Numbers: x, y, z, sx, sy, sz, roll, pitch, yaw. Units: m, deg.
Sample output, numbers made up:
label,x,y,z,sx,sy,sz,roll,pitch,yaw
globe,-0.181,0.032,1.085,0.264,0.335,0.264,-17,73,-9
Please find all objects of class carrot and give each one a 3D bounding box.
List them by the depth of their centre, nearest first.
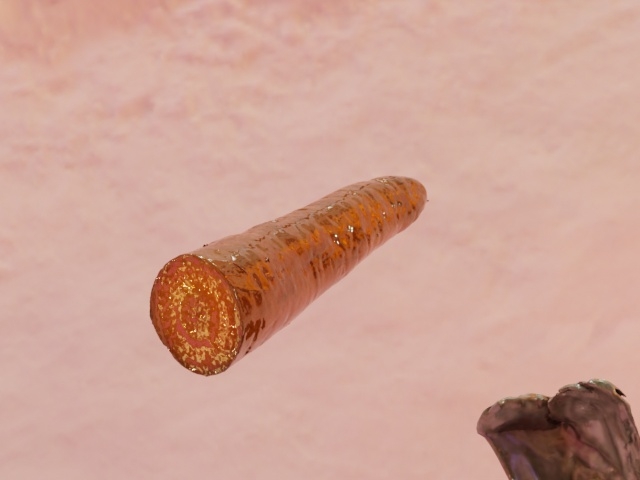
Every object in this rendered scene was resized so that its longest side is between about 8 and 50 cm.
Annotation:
label,x,y,z,sx,sy,sz,roll,pitch,yaw
carrot,0.000,0.000,0.738,0.057,0.057,0.224,32,33,19

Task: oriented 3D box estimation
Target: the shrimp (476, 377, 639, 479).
label,x,y,z,sx,sy,sz,roll,pitch,yaw
shrimp,0.119,0.217,0.592,0.221,0.166,0.410,-22,19,21
